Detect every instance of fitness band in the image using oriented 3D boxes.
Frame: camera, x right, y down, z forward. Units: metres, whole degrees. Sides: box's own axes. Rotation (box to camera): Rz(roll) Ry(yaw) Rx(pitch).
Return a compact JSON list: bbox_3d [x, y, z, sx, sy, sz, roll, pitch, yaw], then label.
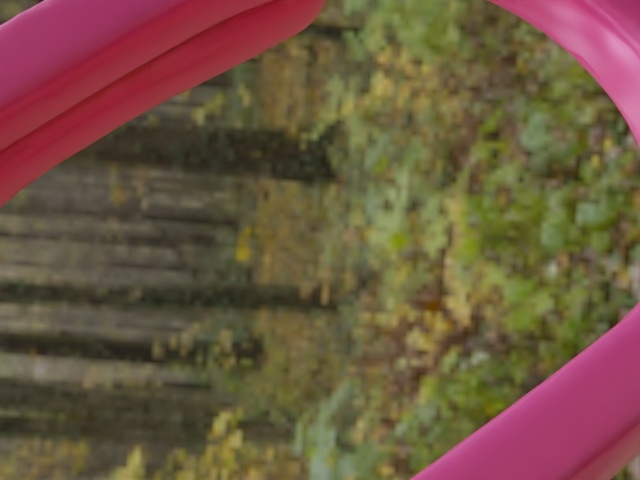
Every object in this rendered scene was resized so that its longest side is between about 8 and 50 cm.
[{"bbox_3d":[0.000,0.000,0.514,0.209,0.291,0.054,46,152,21],"label":"fitness band"}]
